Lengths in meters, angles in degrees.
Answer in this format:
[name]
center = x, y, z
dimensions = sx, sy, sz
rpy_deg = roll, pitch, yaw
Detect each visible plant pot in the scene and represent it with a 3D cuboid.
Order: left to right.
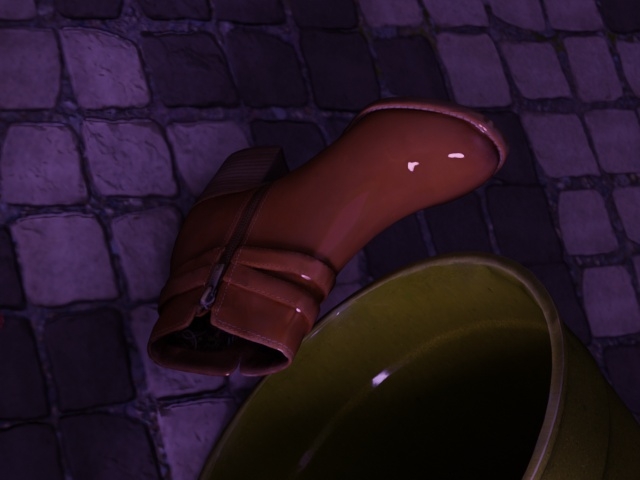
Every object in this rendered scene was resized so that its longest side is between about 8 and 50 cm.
[plant pot]
center = 0.139, 0.258, 1.332
dimensions = 0.353, 0.366, 0.366
rpy_deg = 42, 50, -28

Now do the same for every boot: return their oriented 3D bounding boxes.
[boot]
center = 0.000, 0.000, 1.376
dimensions = 0.109, 0.283, 0.220
rpy_deg = 64, 33, -36

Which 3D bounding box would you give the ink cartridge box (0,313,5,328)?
[ink cartridge box]
center = -0.399, -0.029, 1.091
dimensions = 0.384, 0.160, 0.279
rpy_deg = 52, 6, -4
